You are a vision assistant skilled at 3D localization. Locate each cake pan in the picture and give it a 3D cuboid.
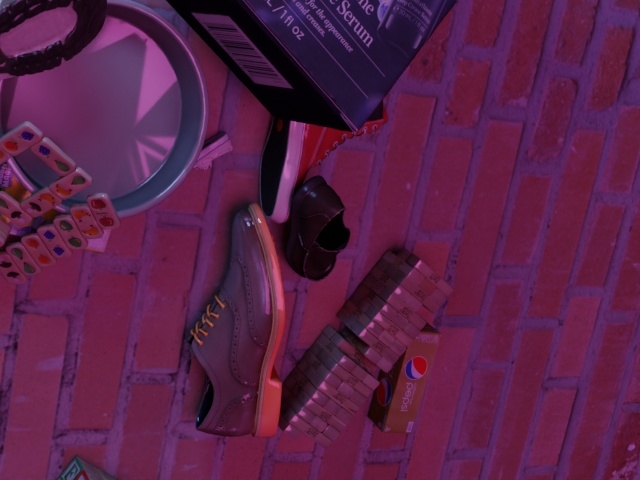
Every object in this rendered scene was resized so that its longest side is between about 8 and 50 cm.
[{"bbox_3d":[-0.291,-0.174,1.677,0.293,0.054,0.293,-5,100,-27],"label":"cake pan"}]

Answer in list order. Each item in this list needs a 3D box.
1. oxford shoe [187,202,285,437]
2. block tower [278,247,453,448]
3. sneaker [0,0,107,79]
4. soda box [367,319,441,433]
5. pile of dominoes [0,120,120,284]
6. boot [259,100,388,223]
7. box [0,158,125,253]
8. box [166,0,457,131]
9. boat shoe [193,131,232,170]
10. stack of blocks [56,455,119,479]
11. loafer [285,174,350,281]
[{"bbox_3d":[-0.126,0.125,1.859,0.132,0.130,0.364,-2,105,-12],"label":"oxford shoe"},{"bbox_3d":[0.059,0.170,1.982,0.097,0.091,0.335,40,89,-31],"label":"block tower"},{"bbox_3d":[-0.474,-0.261,1.525,0.410,0.182,0.158,-21,144,-20],"label":"sneaker"},{"bbox_3d":[0.135,0.219,2.053,0.058,0.061,0.181,8,105,-28],"label":"soda box"},{"bbox_3d":[-0.391,-0.029,1.630,0.251,0.040,0.196,-26,126,32],"label":"pile of dominoes"},{"bbox_3d":[0.011,-0.136,1.850,0.176,0.088,0.244,8,102,-29],"label":"boot"},{"bbox_3d":[-0.367,-0.051,1.721,0.179,0.043,0.105,13,103,-31],"label":"box"},{"bbox_3d":[0.020,-0.388,1.638,0.293,0.212,0.395,45,74,-33],"label":"box"},{"bbox_3d":[-0.168,-0.115,1.799,0.100,0.035,0.035,-35,118,-18],"label":"boat shoe"},{"bbox_3d":[-0.301,0.476,1.924,0.297,0.087,0.171,38,90,-32],"label":"stack of blocks"},{"bbox_3d":[0.000,0.000,1.850,0.080,0.078,0.220,-39,154,-21],"label":"loafer"}]
